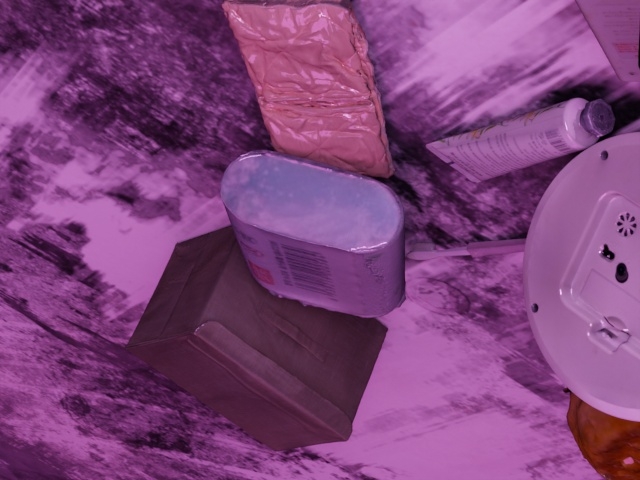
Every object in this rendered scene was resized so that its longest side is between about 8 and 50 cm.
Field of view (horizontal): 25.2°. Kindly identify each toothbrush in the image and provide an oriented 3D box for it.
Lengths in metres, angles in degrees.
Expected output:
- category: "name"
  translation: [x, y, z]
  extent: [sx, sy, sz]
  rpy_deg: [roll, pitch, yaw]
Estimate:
- category: "toothbrush"
  translation: [0.165, 0.006, 1.396]
  extent: [0.194, 0.017, 0.014]
  rpy_deg: [-4, 141, 40]

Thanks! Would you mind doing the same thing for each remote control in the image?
- category: "remote control"
  translation: [0.228, -0.163, 1.005]
  extent: [0.087, 0.029, 0.190]
  rpy_deg: [3, 161, 29]

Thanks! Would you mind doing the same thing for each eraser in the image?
- category: "eraser"
  translation: [0.000, 0.000, 1.392]
  extent: [0.174, 0.081, 0.227]
  rpy_deg: [13, 162, 8]

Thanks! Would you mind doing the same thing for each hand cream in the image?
- category: "hand cream"
  translation: [0.171, -0.085, 1.219]
  extent: [0.067, 0.042, 0.194]
  rpy_deg: [29, 157, -27]

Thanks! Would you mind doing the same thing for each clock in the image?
- category: "clock"
  translation: [0.269, 0.029, 1.136]
  extent: [0.083, 0.230, 0.230]
  rpy_deg: [-1, 172, -41]

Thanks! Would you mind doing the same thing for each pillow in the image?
- category: "pillow"
  translation: [-0.006, -0.132, 1.264]
  extent: [0.126, 0.043, 0.232]
  rpy_deg: [7, 145, 19]

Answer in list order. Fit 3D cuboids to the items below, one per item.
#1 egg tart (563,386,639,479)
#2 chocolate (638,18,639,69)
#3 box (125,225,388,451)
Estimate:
- category: "egg tart"
  translation: [0.444, 0.171, 1.306]
  extent: [0.443, 0.178, 0.443]
  rpy_deg: [18, 154, 9]
- category: "chocolate"
  translation: [0.332, -0.160, 0.801]
  extent: [0.284, 0.186, 0.283]
  rpy_deg: [13, 128, 16]
- category: "box"
  translation: [-0.067, 0.112, 1.609]
  extent: [0.231, 0.149, 0.155]
  rpy_deg: [37, 149, -24]
